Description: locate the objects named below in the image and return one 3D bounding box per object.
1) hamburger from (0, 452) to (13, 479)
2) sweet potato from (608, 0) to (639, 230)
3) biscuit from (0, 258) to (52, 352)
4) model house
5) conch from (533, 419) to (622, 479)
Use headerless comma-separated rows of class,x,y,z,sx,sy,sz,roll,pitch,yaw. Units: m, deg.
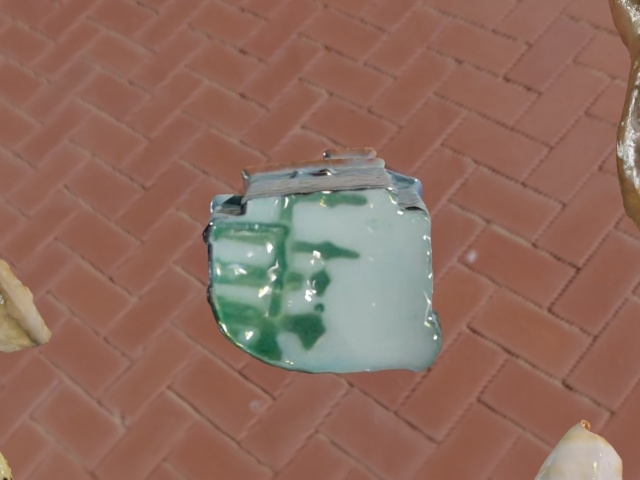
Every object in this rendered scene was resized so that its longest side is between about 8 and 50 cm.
hamburger,-0.485,0.379,1.427,0.192,0.167,0.288,12,105,28
sweet potato,0.154,-0.090,0.473,0.065,0.051,0.219,-30,53,59
biscuit,-0.327,0.004,0.726,0.289,0.141,0.038,8,39,10
model house,0.000,0.000,1.499,0.294,0.252,0.329,-4,23,-1
conch,0.214,0.249,0.950,0.104,0.094,0.176,13,49,16
